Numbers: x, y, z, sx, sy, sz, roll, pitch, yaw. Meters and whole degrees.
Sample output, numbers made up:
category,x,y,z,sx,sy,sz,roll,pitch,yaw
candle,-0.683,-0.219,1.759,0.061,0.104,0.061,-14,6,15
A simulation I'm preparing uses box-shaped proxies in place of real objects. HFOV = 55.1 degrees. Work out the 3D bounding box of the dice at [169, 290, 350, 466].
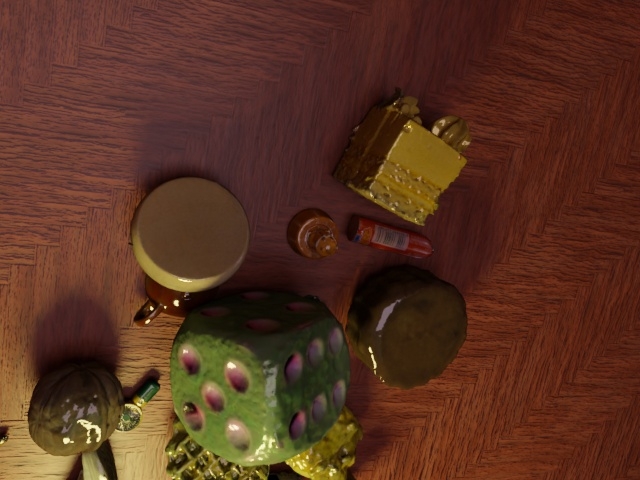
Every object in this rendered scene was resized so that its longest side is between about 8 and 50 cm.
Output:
category,x,y,z,sx,sy,sz,roll,pitch,yaw
dice,-0.134,0.310,1.439,0.322,0.331,0.317,-19,113,-54

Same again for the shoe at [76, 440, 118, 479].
category,x,y,z,sx,sy,sz,roll,pitch,yaw
shoe,-0.592,0.645,1.544,0.160,0.124,0.316,-11,110,-10

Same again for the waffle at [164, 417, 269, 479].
category,x,y,z,sx,sy,sz,roll,pitch,yaw
waffle,-0.254,0.545,1.609,0.298,0.073,0.316,13,75,-19

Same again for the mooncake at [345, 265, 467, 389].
category,x,y,z,sx,sy,sz,roll,pitch,yaw
mooncake,0.230,0.230,1.683,0.324,0.187,0.323,-7,109,-21

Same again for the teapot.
category,x,y,z,sx,sy,sz,roll,pitch,yaw
teapot,-0.343,0.118,1.463,0.252,0.135,0.178,-41,112,-6

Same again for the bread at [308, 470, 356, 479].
category,x,y,z,sx,sy,sz,roll,pitch,yaw
bread,0.056,0.737,1.769,0.102,0.196,0.138,-43,121,0

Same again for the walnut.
category,x,y,z,sx,sy,sz,roll,pitch,yaw
walnut,-0.567,0.395,1.433,0.225,0.224,0.224,-6,108,-19

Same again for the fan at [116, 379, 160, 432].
category,x,y,z,sx,sy,sz,roll,pitch,yaw
fan,-0.468,0.416,1.559,0.155,0.039,0.082,-46,115,-4

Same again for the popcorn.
category,x,y,z,sx,sy,sz,roll,pitch,yaw
popcorn,0.008,0.559,1.718,0.266,0.192,0.232,10,87,-47

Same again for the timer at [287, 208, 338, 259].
category,x,y,z,sx,sy,sz,roll,pitch,yaw
timer,0.000,0.000,1.542,0.132,0.152,0.131,-6,108,-19

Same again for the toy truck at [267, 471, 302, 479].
category,x,y,z,sx,sy,sz,roll,pitch,yaw
toy truck,-0.146,0.839,1.726,0.178,0.176,0.363,15,95,-16

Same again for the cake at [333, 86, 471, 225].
category,x,y,z,sx,sy,sz,roll,pitch,yaw
cake,0.212,-0.214,1.520,0.228,0.222,0.285,26,96,-27

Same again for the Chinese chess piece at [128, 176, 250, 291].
category,x,y,z,sx,sy,sz,roll,pitch,yaw
Chinese chess piece,-0.294,-0.016,1.395,0.274,0.102,0.273,6,71,-17

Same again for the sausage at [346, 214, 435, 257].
category,x,y,z,sx,sy,sz,roll,pitch,yaw
sausage,0.203,-0.003,1.662,0.274,0.074,0.074,14,101,-24

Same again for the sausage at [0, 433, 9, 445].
category,x,y,z,sx,sy,sz,roll,pitch,yaw
sausage,-0.834,0.512,1.458,0.199,0.028,0.025,-27,91,-11
